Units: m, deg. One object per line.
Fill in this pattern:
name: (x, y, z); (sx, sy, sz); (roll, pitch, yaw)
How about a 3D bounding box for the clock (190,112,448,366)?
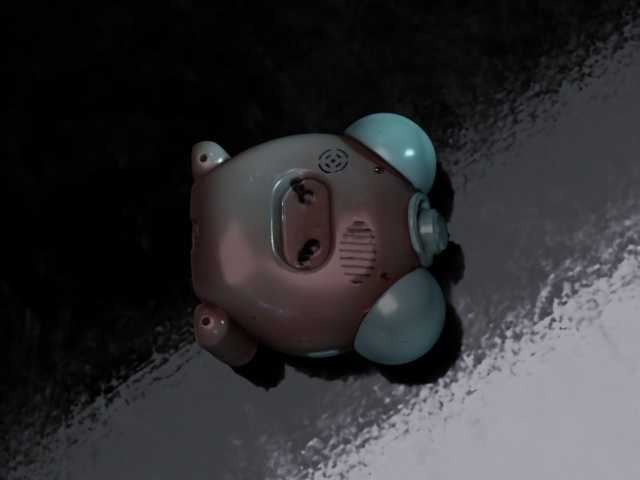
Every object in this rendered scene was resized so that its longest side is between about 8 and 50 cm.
clock: (0.000, 0.000, 1.026); (0.162, 0.093, 0.166); (-6, 72, 10)
